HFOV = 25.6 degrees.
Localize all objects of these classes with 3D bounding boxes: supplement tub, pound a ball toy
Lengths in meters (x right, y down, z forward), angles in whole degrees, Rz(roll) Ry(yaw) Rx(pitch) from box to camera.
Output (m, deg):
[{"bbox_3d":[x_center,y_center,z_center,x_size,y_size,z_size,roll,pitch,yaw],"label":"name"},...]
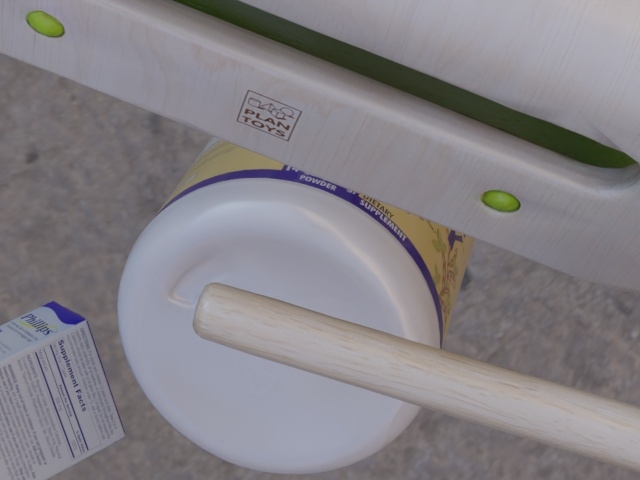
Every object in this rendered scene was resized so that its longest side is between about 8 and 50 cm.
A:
[{"bbox_3d":[0.000,0.000,1.127,0.241,0.331,0.241,7,120,12],"label":"supplement tub"},{"bbox_3d":[0.025,-0.065,0.391,0.319,0.208,0.136,21,148,-3],"label":"pound a ball toy"}]

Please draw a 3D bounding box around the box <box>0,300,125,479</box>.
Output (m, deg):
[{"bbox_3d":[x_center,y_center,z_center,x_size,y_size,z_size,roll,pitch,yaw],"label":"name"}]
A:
[{"bbox_3d":[-0.263,0.143,1.262,0.072,0.137,0.126,21,131,53],"label":"box"}]
